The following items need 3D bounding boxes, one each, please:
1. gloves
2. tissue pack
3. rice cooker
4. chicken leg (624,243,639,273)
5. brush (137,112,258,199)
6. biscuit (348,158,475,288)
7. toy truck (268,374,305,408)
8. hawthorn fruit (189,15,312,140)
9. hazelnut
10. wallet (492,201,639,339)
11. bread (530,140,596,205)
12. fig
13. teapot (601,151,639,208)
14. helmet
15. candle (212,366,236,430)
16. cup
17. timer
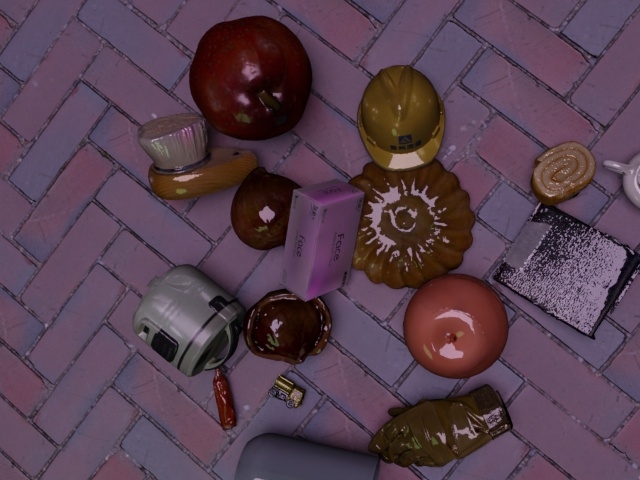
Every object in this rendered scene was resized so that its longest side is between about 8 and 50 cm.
[{"bbox_3d":[0.261,0.428,1.743,0.331,0.141,0.154,-22,87,9],"label":"gloves"},{"bbox_3d":[0.000,0.000,1.734,0.092,0.148,0.246,31,125,35],"label":"tissue pack"},{"bbox_3d":[-0.302,0.194,1.809,0.244,0.226,0.226,36,95,6],"label":"rice cooker"},{"bbox_3d":[0.703,0.047,1.730,0.083,0.021,0.036,47,105,15],"label":"chicken leg"},{"bbox_3d":[-0.286,-0.206,1.818,0.267,0.174,0.166,-8,117,-1],"label":"brush"},{"bbox_3d":[0.194,-0.046,1.785,0.326,0.107,0.325,-1,86,12],"label":"biscuit"},{"bbox_3d":[-0.076,0.364,1.850,0.083,0.049,0.054,30,93,10],"label":"toy truck"},{"bbox_3d":[-0.138,-0.347,1.715,0.285,0.369,0.284,-7,115,-16],"label":"hawthorn fruit"},{"bbox_3d":[-0.074,0.192,1.790,0.202,0.160,0.170,-13,120,12],"label":"hazelnut"},{"bbox_3d":[0.554,0.063,1.733,0.262,0.071,0.221,33,97,18],"label":"wallet"},{"bbox_3d":[0.537,-0.152,1.730,0.149,0.073,0.122,-29,70,0],"label":"bread"},{"bbox_3d":[-0.119,-0.077,1.798,0.205,0.205,0.205,0,89,10],"label":"fig"},{"bbox_3d":[0.728,-0.134,1.692,0.226,0.092,0.145,17,90,11],"label":"teapot"},{"bbox_3d":[0.176,-0.300,1.733,0.205,0.140,0.257,-8,65,8],"label":"helmet"},{"bbox_3d":[-0.233,0.377,1.879,0.053,0.048,0.162,-6,96,52],"label":"candle"},{"bbox_3d":[-0.031,0.563,1.761,0.312,0.205,0.205,10,91,11],"label":"cup"},{"bbox_3d":[0.296,0.187,1.696,0.230,0.215,0.229,2,99,12],"label":"timer"}]
